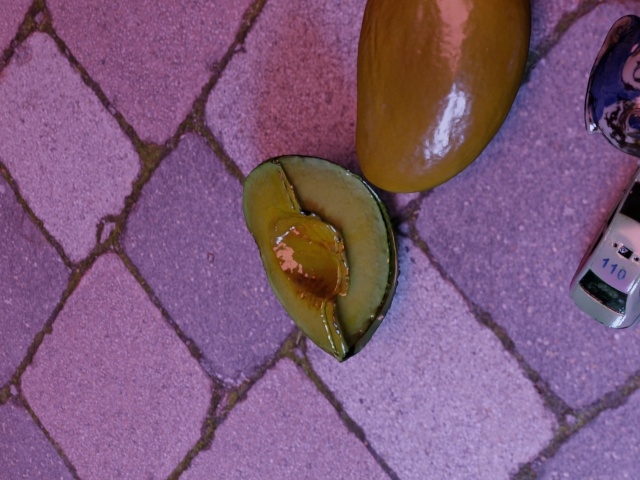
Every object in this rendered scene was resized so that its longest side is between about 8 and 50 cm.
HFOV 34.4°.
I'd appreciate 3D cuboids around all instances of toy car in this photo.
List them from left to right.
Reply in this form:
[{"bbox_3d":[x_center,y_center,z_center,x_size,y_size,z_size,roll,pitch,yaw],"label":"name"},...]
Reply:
[{"bbox_3d":[0.342,-0.009,1.085,0.090,0.076,0.224,38,120,25],"label":"toy car"}]

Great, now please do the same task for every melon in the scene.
[{"bbox_3d":[0.000,0.000,1.310,0.169,0.129,0.265,8,120,61],"label":"melon"}]

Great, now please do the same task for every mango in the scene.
[{"bbox_3d":[0.135,-0.198,1.158,0.195,0.142,0.332,24,121,34],"label":"mango"}]

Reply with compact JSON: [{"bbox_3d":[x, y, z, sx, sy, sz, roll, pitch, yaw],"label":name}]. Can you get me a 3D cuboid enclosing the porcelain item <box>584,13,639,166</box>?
[{"bbox_3d":[0.398,-0.151,0.962,0.288,0.138,0.186,12,82,28],"label":"porcelain item"}]
